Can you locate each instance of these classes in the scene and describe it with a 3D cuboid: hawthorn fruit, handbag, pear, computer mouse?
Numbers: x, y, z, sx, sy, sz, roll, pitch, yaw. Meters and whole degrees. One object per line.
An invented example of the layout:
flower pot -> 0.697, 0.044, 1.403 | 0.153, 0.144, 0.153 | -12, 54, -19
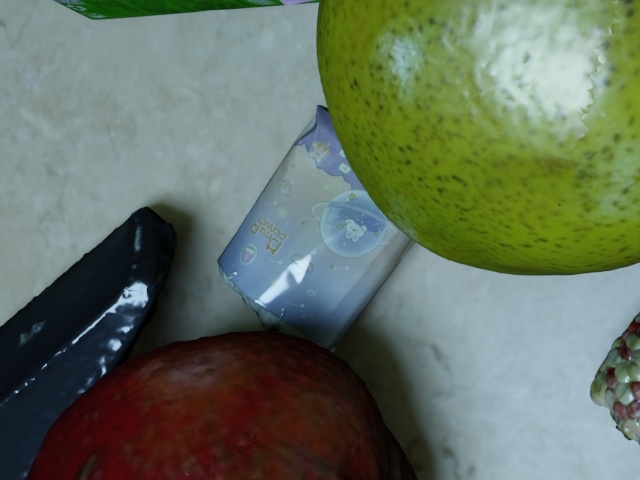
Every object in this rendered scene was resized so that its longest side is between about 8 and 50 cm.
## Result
hawthorn fruit -> -0.084, 0.190, 0.635 | 0.307, 0.265, 0.265 | 2, 89, 39
handbag -> 0.000, 0.000, 0.684 | 0.117, 0.095, 0.173 | 37, 100, 20
pear -> 0.135, -0.124, 0.531 | 0.294, 0.294, 0.294 | -1, 89, 23
computer mouse -> -0.207, 0.101, 0.744 | 0.295, 0.168, 0.087 | -42, 113, 10

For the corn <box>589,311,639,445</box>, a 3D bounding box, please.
corn -> 0.271, 0.025, 0.572 | 0.086, 0.086, 0.253 | 41, 103, 19

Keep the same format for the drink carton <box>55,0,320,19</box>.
drink carton -> -0.110, -0.264, 0.727 | 0.271, 0.108, 0.161 | 2, 90, 23
